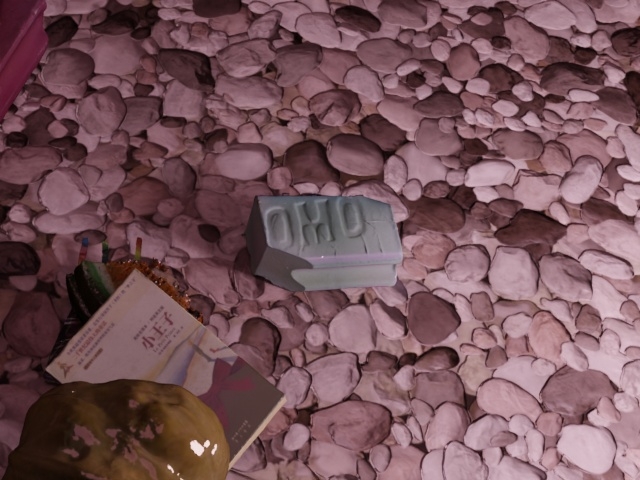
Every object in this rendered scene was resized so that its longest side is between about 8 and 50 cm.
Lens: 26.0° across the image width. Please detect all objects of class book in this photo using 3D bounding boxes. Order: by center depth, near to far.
[{"bbox_3d":[-0.215,0.203,1.950,0.289,0.026,0.201,39,72,4],"label":"book"}]

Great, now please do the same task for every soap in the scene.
[{"bbox_3d":[0.000,0.000,2.174,0.230,0.091,0.145,-3,52,-12],"label":"soap"},{"bbox_3d":[-0.621,-0.278,2.291,0.233,0.128,0.359,16,51,6],"label":"soap"}]

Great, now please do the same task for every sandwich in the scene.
[{"bbox_3d":[-0.259,0.107,2.044,0.159,0.079,0.235,-26,64,-29],"label":"sandwich"}]

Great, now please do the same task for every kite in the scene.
[{"bbox_3d":[-0.326,0.108,2.091,0.152,0.015,0.285,6,53,-7],"label":"kite"}]

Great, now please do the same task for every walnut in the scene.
[{"bbox_3d":[-0.265,0.316,1.774,0.277,0.253,0.282,14,51,3],"label":"walnut"}]
